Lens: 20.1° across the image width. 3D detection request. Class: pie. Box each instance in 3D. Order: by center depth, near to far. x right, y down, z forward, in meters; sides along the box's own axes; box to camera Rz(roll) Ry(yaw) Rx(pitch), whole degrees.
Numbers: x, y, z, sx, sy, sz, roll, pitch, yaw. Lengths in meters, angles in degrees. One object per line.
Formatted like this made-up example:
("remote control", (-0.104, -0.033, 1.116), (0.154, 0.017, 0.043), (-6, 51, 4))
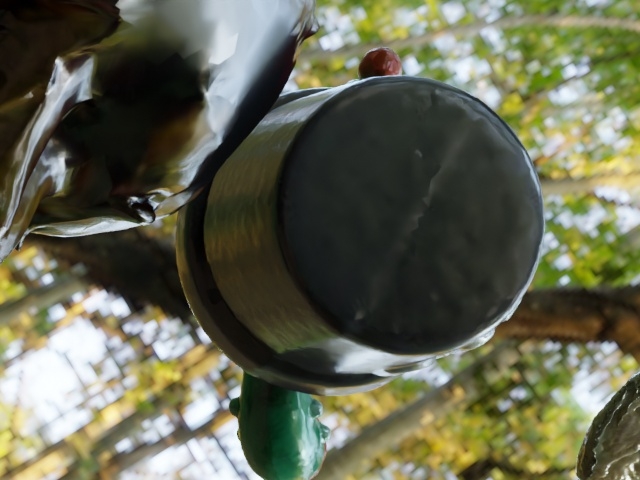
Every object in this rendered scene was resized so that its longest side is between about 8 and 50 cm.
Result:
("pie", (0.323, 0.160, 1.558), (0.052, 0.218, 0.185), (-113, -167, -44))

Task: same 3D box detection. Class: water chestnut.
("water chestnut", (-0.157, -0.102, 0.790), (0.335, 0.335, 0.346), (125, -39, -57))

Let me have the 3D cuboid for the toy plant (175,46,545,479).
("toy plant", (0.001, 0.014, 1.108), (0.400, 0.185, 0.279), (161, -79, -76))
